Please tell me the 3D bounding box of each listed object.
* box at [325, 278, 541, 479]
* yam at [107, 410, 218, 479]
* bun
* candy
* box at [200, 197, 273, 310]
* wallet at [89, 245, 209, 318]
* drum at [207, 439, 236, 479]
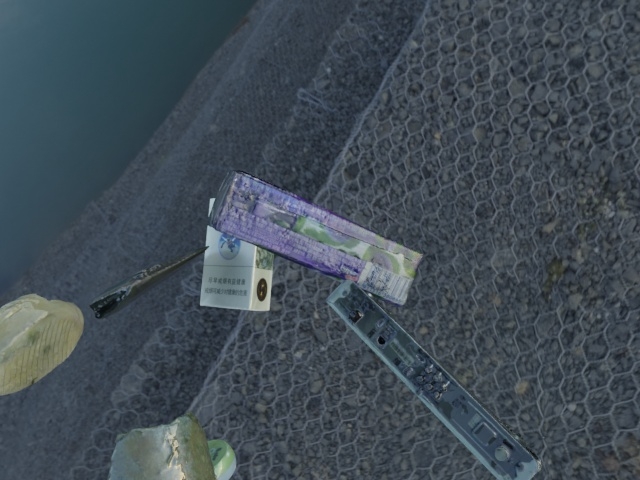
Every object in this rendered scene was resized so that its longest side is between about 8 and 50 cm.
[{"bbox_3d":[0.133,0.160,0.622,0.045,0.211,0.270,-46,62,0],"label":"box"},{"bbox_3d":[-0.135,0.299,0.499,0.106,0.106,0.259,-18,79,16],"label":"yam"},{"bbox_3d":[-0.601,0.198,1.087,0.116,0.210,0.237,34,45,15],"label":"bun"},{"bbox_3d":[0.000,0.000,0.756,0.088,0.312,0.061,-65,20,0],"label":"candy"},{"bbox_3d":[-0.189,0.029,1.241,0.164,0.069,0.257,0,82,36],"label":"box"},{"bbox_3d":[-0.361,0.078,1.155,0.168,0.245,0.052,-28,95,37],"label":"wallet"},{"bbox_3d":[-0.296,0.493,1.114,0.253,0.130,0.049,-21,106,0],"label":"drum"}]
